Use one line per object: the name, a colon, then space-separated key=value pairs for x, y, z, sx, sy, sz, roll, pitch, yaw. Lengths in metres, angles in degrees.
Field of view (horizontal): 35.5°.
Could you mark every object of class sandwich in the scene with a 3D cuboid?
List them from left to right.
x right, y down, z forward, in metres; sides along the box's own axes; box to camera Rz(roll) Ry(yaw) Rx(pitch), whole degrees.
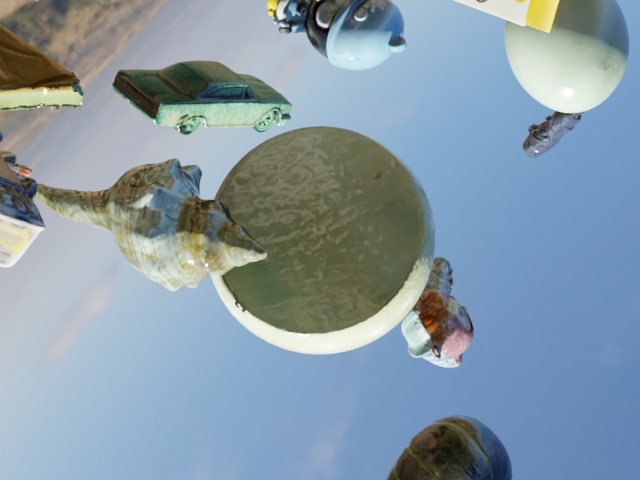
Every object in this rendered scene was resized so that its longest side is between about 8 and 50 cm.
sandwich: x=-0.599 y=-0.344 z=1.913 sx=0.245 sy=0.212 sz=0.063 roll=-8 pitch=148 yaw=-32

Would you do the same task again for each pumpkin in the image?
pumpkin: x=0.295 y=0.563 z=2.344 sx=0.323 sy=0.241 sz=0.323 roll=-33 pitch=152 yaw=-20

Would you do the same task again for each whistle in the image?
whistle: x=0.229 y=0.134 z=1.956 sx=0.134 sy=0.142 sz=0.346 roll=-59 pitch=-174 yaw=27

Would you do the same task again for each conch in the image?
conch: x=-0.231 y=-0.043 z=1.418 sx=0.170 sy=0.386 sz=0.203 roll=-57 pitch=151 yaw=-2

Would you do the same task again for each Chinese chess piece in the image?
Chinese chess piece: x=0.000 y=0.000 z=1.524 sx=0.349 sy=0.349 sz=0.146 roll=-49 pitch=164 yaw=-9

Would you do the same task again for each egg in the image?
egg: x=0.418 y=-0.344 z=1.704 sx=0.203 sy=0.203 sz=0.283 roll=-37 pitch=-138 yaw=41

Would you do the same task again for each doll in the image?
doll: x=0.039 y=-0.426 z=1.944 sx=0.177 sy=0.314 sz=0.141 roll=-47 pitch=148 yaw=-24

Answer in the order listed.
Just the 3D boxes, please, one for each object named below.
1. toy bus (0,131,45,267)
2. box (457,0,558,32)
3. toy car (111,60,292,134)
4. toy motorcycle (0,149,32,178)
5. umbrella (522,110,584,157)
toy bus: x=-0.450 y=-0.079 z=1.288 sx=0.106 sy=0.092 sz=0.268 roll=-51 pitch=-126 yaw=11
box: x=0.136 y=-0.306 z=0.998 sx=0.033 sy=0.247 sz=0.129 roll=-41 pitch=150 yaw=-45
toy car: x=-0.193 y=-0.252 z=1.744 sx=0.320 sy=0.141 sz=0.097 roll=-8 pitch=128 yaw=-47
toy motorcycle: x=-0.714 y=-0.102 z=1.941 sx=0.325 sy=0.221 sz=0.148 roll=-14 pitch=118 yaw=-50
umbrella: x=0.497 y=-0.249 z=2.080 sx=0.071 sy=0.071 sz=0.248 roll=-53 pitch=-178 yaw=-28
